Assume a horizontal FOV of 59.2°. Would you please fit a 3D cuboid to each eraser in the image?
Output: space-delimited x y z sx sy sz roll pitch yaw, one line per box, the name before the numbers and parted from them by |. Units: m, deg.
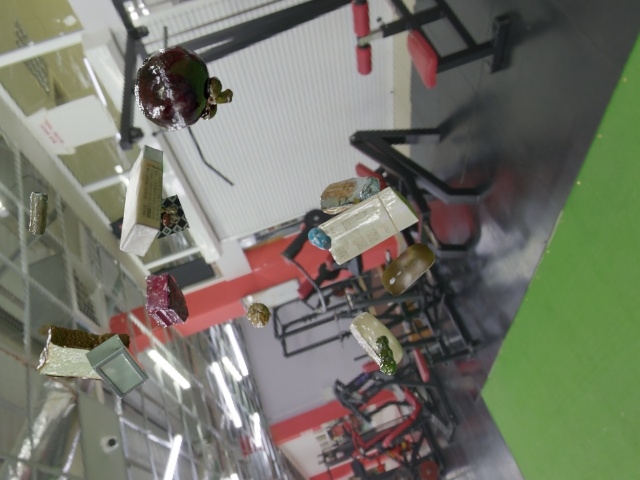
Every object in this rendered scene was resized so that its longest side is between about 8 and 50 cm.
eraser | -0.542 -0.129 1.725 0.144 0.078 0.344 -48 38 36

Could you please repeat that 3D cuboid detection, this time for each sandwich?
sandwich | -0.913 0.442 2.176 0.271 0.301 0.099 -48 42 40

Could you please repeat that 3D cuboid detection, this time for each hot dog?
hot dog | 0.114 -0.181 2.235 0.082 0.270 0.163 47 -130 -35

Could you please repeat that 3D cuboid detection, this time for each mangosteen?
mangosteen | -0.492 -0.514 1.948 0.293 0.297 0.297 47 -171 -31

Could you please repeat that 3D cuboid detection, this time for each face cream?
face cream | 0.177 -0.062 2.101 0.174 0.348 0.081 59 -174 -14

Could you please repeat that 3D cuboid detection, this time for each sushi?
sushi | -0.514 -0.080 1.907 0.026 0.120 0.126 3 113 61

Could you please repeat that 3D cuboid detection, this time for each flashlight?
flashlight | 0.000 0.000 1.552 0.129 0.051 0.051 -131 22 -68

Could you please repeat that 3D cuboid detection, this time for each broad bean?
broad bean | 0.211 0.369 1.845 0.053 0.052 0.256 61 -173 -12

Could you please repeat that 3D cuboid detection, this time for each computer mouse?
computer mouse | 0.358 0.117 2.311 0.126 0.245 0.056 52 -169 29

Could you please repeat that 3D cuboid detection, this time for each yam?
yam | -0.890 -0.087 1.781 0.054 0.054 0.133 -133 50 -80

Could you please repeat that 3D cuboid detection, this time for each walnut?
walnut | -0.199 0.240 1.819 0.096 0.082 0.079 86 180 -71

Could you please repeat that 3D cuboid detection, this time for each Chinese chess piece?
Chinese chess piece | 0.224 0.407 2.283 0.250 0.103 0.250 48 168 14

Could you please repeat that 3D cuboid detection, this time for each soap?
soap | -0.574 0.237 2.115 0.250 0.099 0.162 83 172 -63

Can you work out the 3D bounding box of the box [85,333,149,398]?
box | -0.750 0.470 2.096 0.086 0.129 0.225 40 157 40
